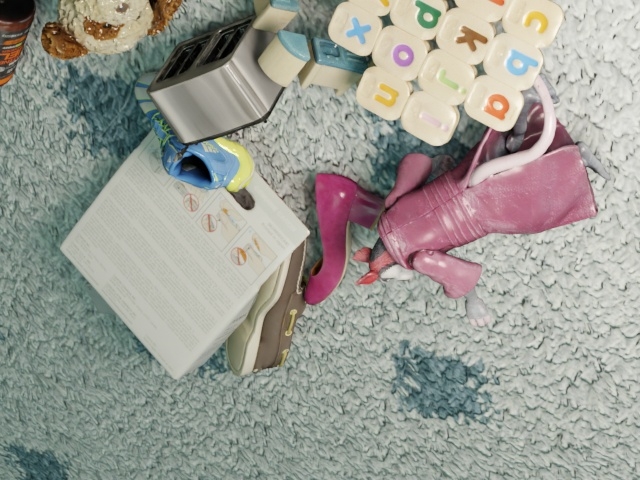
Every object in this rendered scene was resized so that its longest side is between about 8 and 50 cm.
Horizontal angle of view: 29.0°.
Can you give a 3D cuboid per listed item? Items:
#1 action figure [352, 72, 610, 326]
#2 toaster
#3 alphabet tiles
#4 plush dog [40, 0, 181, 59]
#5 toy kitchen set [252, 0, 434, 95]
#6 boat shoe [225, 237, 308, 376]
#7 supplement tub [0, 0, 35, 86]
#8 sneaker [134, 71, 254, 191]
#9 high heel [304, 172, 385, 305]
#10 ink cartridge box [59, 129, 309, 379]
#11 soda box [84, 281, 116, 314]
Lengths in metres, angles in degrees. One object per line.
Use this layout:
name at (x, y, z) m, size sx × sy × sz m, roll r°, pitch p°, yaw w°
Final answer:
action figure at (0.195, -0.037, 1.655) m, size 0.370 × 0.275 × 0.248 m, roll -33°, pitch 73°, yaw 12°
toaster at (-0.138, -0.224, 1.744) m, size 0.168 × 0.186 × 0.110 m, roll -14°, pitch 126°, yaw 36°
alphabet tiles at (0.152, -0.270, 1.542) m, size 0.278 × 0.021 × 0.284 m, roll 30°, pitch 112°, yaw 18°
plush dog at (-0.310, -0.364, 1.709) m, size 0.210 × 0.262 × 0.225 m, roll 31°, pitch 137°, yaw 49°
toy kitchen set at (0.024, -0.298, 1.685) m, size 0.207 × 0.166 × 0.122 m, roll 7°, pitch 146°, yaw -31°
boat shoe at (-0.074, 0.095, 2.054) m, size 0.096 × 0.116 × 0.324 m, roll -3°, pitch 131°, yaw -28°
supplement tub at (-0.513, -0.307, 1.913) m, size 0.106 × 0.106 × 0.198 m, roll 33°, pitch 136°, yaw -3°
sneaker at (-0.207, -0.162, 1.839) m, size 0.240 × 0.126 × 0.091 m, roll 41°, pitch 117°, yaw 12°
high heel at (0.000, 0.000, 1.935) m, size 0.117 × 0.082 × 0.244 m, roll 25°, pitch 131°, yaw -9°
ink cartridge box at (-0.212, -0.007, 2.002) m, size 0.308 × 0.091 × 0.385 m, roll 48°, pitch 118°, yaw 9°
soda box at (-0.301, 0.087, 2.179) m, size 0.216 × 0.069 × 0.074 m, roll 2°, pitch 130°, yaw 26°
